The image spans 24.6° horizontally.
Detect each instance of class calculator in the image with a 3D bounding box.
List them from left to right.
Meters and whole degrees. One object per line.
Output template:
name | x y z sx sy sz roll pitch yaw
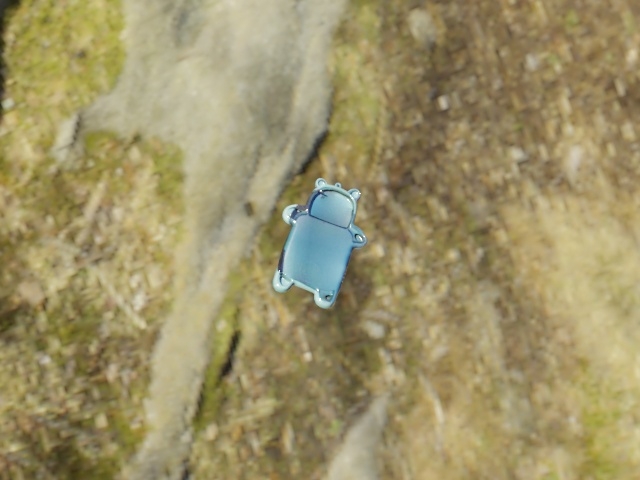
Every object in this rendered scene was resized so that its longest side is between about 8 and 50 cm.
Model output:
calculator | 0.000 0.000 1.535 0.094 0.019 0.141 21 67 -5
